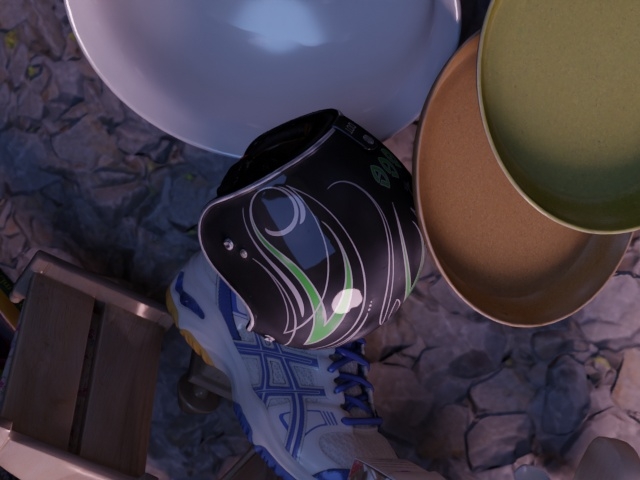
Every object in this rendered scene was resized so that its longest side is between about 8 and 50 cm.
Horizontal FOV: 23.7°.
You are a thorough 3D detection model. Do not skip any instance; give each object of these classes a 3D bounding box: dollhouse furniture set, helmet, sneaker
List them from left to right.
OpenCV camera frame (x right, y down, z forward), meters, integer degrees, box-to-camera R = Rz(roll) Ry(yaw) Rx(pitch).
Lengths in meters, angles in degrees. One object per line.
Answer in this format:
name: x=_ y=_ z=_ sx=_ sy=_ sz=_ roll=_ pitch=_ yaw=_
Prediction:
dollhouse furniture set: x=-0.203 y=0.201 z=1.261 sx=0.355 sy=0.303 sz=0.174 roll=26 pitch=128 yaw=-20
sneaker: x=-0.010 y=0.097 z=1.251 sx=0.131 sy=0.112 sz=0.296 roll=-48 pitch=65 yaw=17
helmet: x=0.000 y=0.000 z=1.154 sx=0.169 sy=0.169 sz=0.161 roll=-25 pitch=108 yaw=23

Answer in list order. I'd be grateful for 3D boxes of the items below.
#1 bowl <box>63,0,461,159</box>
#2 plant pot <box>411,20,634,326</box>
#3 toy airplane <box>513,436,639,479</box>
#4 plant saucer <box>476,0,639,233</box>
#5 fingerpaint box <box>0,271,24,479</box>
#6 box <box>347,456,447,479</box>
bowl: x=-0.036 y=-0.209 z=1.163 sx=0.297 sy=0.134 sz=0.298 roll=6 pitch=134 yaw=6
plant pot: x=0.154 y=-0.054 z=1.154 sx=0.032 sy=0.236 sz=0.236 roll=7 pitch=114 yaw=53
toy airplane: x=0.159 y=0.391 z=1.248 sx=0.386 sy=0.272 sz=0.384 roll=-32 pitch=63 yaw=36
plant saucer: x=0.209 y=-0.126 z=1.127 sx=0.241 sy=0.037 sz=0.241 roll=-3 pitch=98 yaw=-25
fingerpaint box: x=-0.411 y=0.106 z=1.279 sx=0.163 sy=0.371 sz=0.445 roll=-39 pitch=92 yaw=24
box: x=0.019 y=0.324 z=1.158 sx=0.063 sy=0.067 sz=0.324 roll=24 pitch=99 yaw=44
